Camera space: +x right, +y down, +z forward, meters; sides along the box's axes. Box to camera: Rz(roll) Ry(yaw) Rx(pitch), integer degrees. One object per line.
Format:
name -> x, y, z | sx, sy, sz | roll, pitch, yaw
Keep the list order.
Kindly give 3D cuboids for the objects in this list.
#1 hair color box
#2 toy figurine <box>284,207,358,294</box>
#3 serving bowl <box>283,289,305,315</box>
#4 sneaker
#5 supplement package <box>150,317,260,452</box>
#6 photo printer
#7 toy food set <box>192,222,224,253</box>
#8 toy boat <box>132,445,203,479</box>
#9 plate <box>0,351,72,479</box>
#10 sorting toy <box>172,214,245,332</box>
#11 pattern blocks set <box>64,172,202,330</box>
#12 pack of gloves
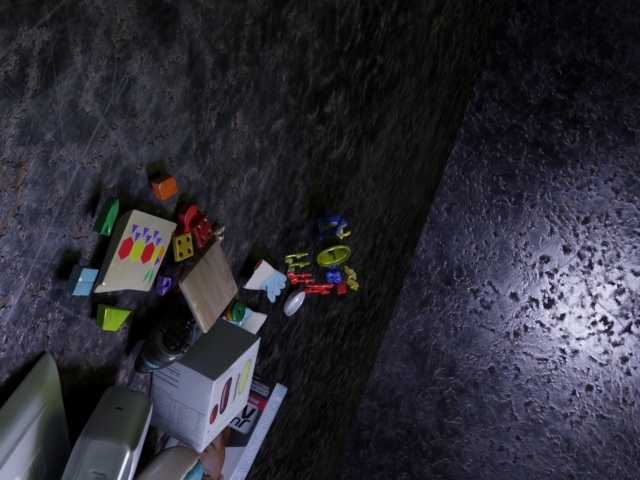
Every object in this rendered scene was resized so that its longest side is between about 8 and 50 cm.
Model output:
hair color box -> -0.250, 0.479, 1.812 | 0.374, 0.185, 0.113 | -64, 163, -11
toy figurine -> 0.000, 0.000, 2.136 | 0.362, 0.191, 0.217 | 73, 14, -67
serving bowl -> -0.081, 0.176, 2.196 | 0.083, 0.027, 0.083 | -46, 157, -26
sneaker -> -0.289, 0.175, 1.527 | 0.106, 0.101, 0.267 | -43, -178, 28
supplement package -> -0.252, 0.302, 1.651 | 0.194, 0.149, 0.203 | -41, 150, -55
photo printer -> -0.380, 0.403, 1.321 | 0.307, 0.107, 0.256 | -140, -110, -81
toy food set -> -0.228, 0.004, 1.572 | 0.122, 0.019, 0.078 | -19, 129, -67
toy boat -> -0.366, 0.576, 1.582 | 0.318, 0.148, 0.267 | -45, -179, -29
plate -> -0.466, 0.363, 1.183 | 0.278, 0.045, 0.277 | -64, 167, -50
sorting toy -> -0.233, 0.081, 1.486 | 0.132, 0.046, 0.274 | -56, 140, -43
pattern blocks set -> -0.316, 0.020, 1.312 | 0.285, 0.026, 0.325 | -65, 165, -9
pack of gloves -> -0.176, 0.145, 1.899 | 0.195, 0.046, 0.232 | -54, 158, -4
